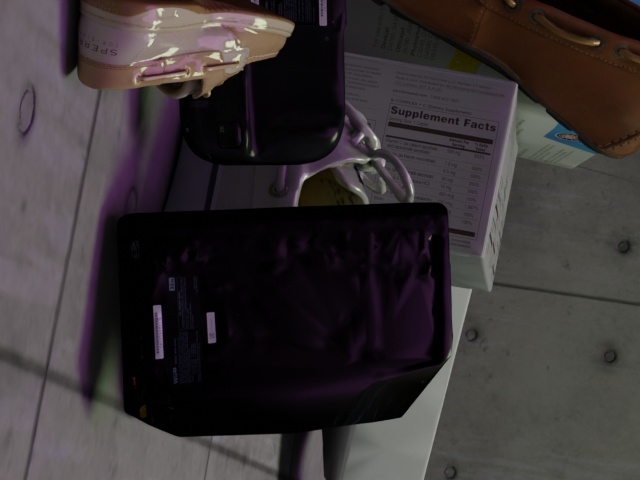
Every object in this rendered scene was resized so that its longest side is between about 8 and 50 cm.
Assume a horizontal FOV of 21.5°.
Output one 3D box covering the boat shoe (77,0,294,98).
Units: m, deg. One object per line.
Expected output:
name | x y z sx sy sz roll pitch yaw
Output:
boat shoe | -0.075 -0.105 0.901 0.170 0.063 0.059 -7 119 -58

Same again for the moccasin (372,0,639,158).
moccasin | 0.143 -0.219 1.351 0.147 0.380 0.139 -51 -177 33

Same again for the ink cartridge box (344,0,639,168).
ink cartridge box | 0.145 -0.201 1.547 0.198 0.270 0.197 134 -32 -82

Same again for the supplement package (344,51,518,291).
supplement package | 0.057 -0.056 1.432 0.262 0.204 0.145 51 50 -79

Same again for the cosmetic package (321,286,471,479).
cosmetic package | 0.081 0.090 1.828 0.284 0.097 0.377 -100 -160 -66

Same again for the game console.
game console | -0.020 -0.065 1.011 0.044 0.213 0.361 1 -87 59

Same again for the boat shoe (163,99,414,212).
boat shoe | -0.012 -0.046 1.120 0.136 0.156 0.367 83 17 -63
